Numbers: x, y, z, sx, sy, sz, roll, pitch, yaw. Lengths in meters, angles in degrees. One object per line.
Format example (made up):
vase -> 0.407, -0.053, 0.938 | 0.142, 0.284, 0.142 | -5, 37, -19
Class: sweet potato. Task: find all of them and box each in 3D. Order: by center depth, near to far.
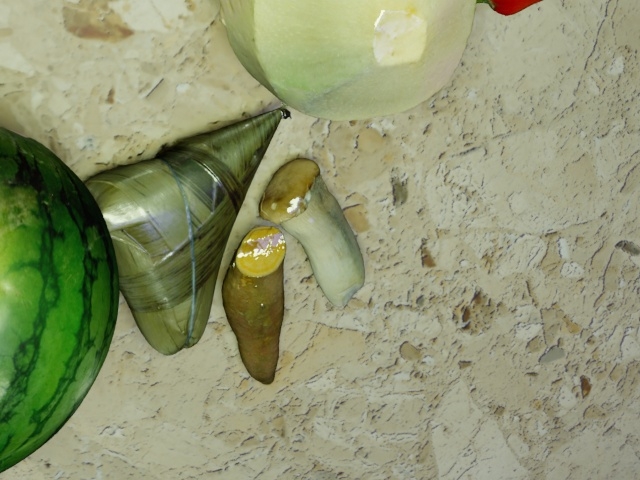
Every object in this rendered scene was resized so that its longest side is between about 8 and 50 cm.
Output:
sweet potato -> -0.078, 0.079, 1.616 | 0.077, 0.077, 0.244 | -12, 138, -18

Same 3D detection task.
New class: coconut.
coconut -> 0.029, -0.237, 1.381 | 0.259, 0.259, 0.259 | -11, 121, -19

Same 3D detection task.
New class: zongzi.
zongzi -> -0.118, -0.012, 1.531 | 0.242, 0.112, 0.221 | -28, 127, -16

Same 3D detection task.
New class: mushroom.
mushroom -> 0.000, 0.000, 1.609 | 0.084, 0.071, 0.209 | -58, 137, -29

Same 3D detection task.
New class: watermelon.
watermelon -> -0.360, 0.063, 1.324 | 0.363, 0.363, 0.363 | -11, 121, -19

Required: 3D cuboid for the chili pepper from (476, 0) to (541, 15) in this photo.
chili pepper -> 0.297, -0.302, 1.566 | 0.368, 0.092, 0.137 | -11, 136, -15
